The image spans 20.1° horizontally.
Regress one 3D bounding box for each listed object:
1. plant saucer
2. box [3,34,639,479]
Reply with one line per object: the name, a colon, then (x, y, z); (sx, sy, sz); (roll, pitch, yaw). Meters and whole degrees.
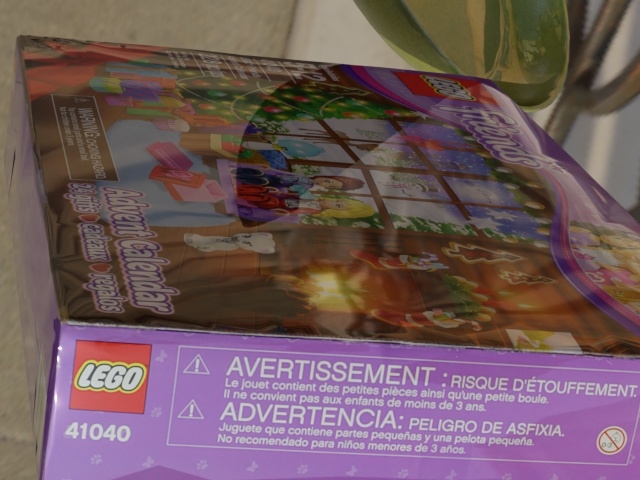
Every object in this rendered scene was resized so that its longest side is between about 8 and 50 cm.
plant saucer: (0.049, -0.169, 0.900); (0.241, 0.037, 0.241); (39, 39, -40)
box: (0.000, 0.000, 0.609); (0.201, 0.293, 0.057); (4, 110, -14)
